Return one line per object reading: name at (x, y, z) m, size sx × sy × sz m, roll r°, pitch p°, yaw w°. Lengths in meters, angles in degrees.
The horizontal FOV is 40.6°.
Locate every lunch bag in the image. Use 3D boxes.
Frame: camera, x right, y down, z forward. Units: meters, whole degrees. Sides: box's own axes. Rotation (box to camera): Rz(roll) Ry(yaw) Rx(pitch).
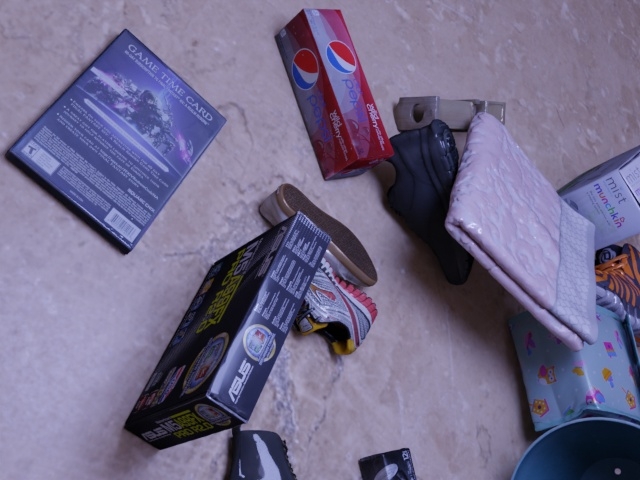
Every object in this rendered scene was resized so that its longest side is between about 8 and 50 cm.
lunch bag at (0.475, 0.233, 1.494) m, size 0.262 × 0.160 × 0.223 m, roll 20°, pitch 49°, yaw -34°

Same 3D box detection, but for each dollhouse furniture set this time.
dollhouse furniture set at (0.230, -0.172, 1.550) m, size 0.182 × 0.101 × 0.161 m, roll -2°, pitch 97°, yaw -39°

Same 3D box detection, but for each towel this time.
towel at (0.337, -0.025, 1.402) m, size 0.317 × 0.053 × 0.332 m, roll 43°, pitch 36°, yaw -14°

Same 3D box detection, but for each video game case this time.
video game case at (-0.264, -0.141, 1.175) m, size 0.196 × 0.026 × 0.274 m, roll 42°, pitch 50°, yaw -16°

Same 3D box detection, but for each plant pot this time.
plant pot at (0.458, 0.420, 1.356) m, size 0.195 × 0.290 × 0.290 m, roll 17°, pitch 57°, yaw -63°

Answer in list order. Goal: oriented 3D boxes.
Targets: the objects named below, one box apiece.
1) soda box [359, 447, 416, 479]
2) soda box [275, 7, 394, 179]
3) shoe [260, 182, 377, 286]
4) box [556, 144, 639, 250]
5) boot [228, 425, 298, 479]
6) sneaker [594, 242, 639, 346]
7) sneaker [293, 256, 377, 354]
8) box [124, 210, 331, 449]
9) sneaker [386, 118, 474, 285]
soda box at (0.108, 0.382, 1.215) m, size 0.053 × 0.060 × 0.169 m, roll -3°, pitch 73°, yaw -37°
soda box at (0.021, -0.236, 1.391) m, size 0.083 × 0.092 × 0.263 m, roll -12°, pitch 79°, yaw -41°
shoe at (0.000, 0.000, 1.305) m, size 0.219 × 0.058 × 0.076 m, roll 42°, pitch 31°, yaw -21°
box at (0.557, -0.084, 1.649) m, size 0.262 × 0.231 × 0.126 m, roll -29°, pitch 90°, yaw -42°
boot at (-0.032, 0.319, 1.130) m, size 0.198 × 0.077 × 0.137 m, roll 21°, pitch 54°, yaw -31°
sneaker at (0.527, 0.079, 1.644) m, size 0.321 × 0.124 × 0.180 m, roll 27°, pitch 52°, yaw -39°
sneaker at (-0.014, 0.080, 1.233) m, size 0.225 × 0.088 × 0.092 m, roll 38°, pitch 54°, yaw -19°
box at (-0.113, 0.112, 1.057) m, size 0.060 × 0.216 × 0.270 m, roll 38°, pitch 53°, yaw -18°
sneaker at (0.181, -0.056, 1.435) m, size 0.109 × 0.130 × 0.286 m, roll -51°, pitch 128°, yaw -62°
